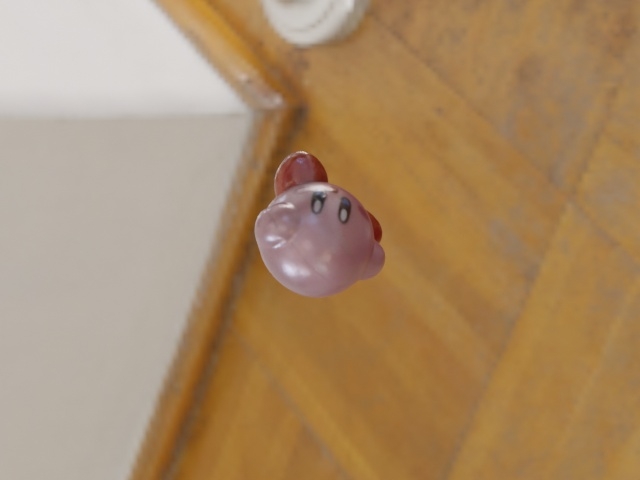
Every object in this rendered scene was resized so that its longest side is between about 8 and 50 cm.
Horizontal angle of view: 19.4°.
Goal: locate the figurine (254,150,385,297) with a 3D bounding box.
[{"bbox_3d":[0.000,0.000,1.091,0.067,0.083,0.071,-54,15,25],"label":"figurine"}]
